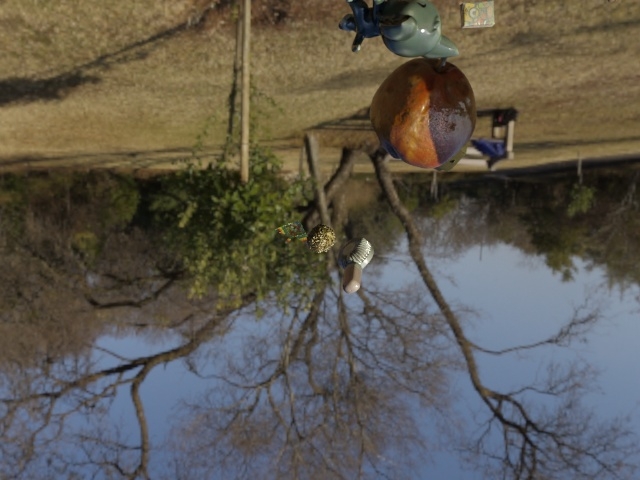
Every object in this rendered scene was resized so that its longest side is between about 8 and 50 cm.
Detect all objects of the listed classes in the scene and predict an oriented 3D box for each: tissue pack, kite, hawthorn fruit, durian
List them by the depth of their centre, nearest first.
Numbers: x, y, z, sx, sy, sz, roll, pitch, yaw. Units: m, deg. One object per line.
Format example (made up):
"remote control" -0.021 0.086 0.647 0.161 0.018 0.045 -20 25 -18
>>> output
"hawthorn fruit" 0.265 -0.347 1.592 0.276 0.298 0.277 8 -138 -7
"durian" 0.000 0.000 1.628 0.080 0.091 0.080 25 -147 -17
"tissue pack" 0.406 -0.584 1.630 0.083 0.063 0.035 -5 -178 -3
"kite" -0.080 -0.024 1.896 0.122 0.090 0.004 25 150 9

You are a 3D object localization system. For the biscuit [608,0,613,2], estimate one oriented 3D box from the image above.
"biscuit" 0.630 -0.587 1.203 0.295 0.296 0.075 -6 -132 -44

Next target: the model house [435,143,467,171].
"model house" 0.406 -0.366 2.144 0.211 0.204 0.243 30 179 -5

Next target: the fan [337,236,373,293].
"fan" 0.116 0.088 2.187 0.130 0.074 0.244 -29 -149 30

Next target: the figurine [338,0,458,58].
"figurine" 0.133 -0.450 1.306 0.265 0.140 0.193 3 173 36
